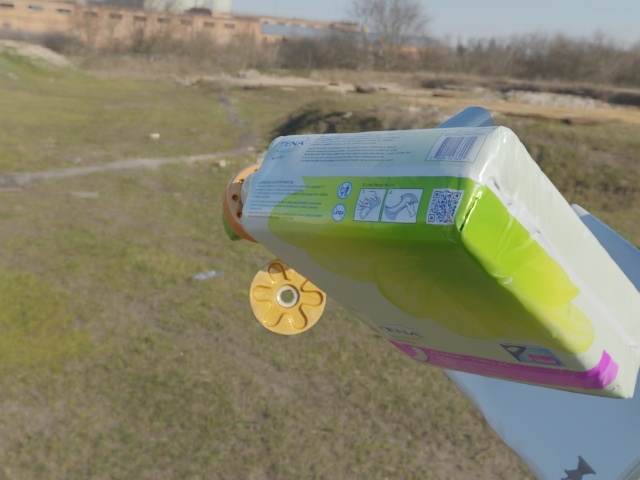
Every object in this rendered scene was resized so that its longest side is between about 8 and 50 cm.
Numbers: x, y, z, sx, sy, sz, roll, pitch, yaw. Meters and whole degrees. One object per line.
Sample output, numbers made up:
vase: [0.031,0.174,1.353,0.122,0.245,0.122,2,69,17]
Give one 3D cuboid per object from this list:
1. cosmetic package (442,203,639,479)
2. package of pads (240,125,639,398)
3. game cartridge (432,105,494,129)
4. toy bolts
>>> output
cosmetic package: [0.464,0.213,1.231,0.393,0.327,0.329,26,18,-48]
package of pads: [0.104,0.021,0.652,0.229,0.101,0.296,5,-26,44]
game cartridge: [0.285,-0.100,1.560,0.062,0.297,0.198,17,38,42]
toy bolts: [0.000,0.000,1.004,0.228,0.218,0.158,-10,-7,-10]
